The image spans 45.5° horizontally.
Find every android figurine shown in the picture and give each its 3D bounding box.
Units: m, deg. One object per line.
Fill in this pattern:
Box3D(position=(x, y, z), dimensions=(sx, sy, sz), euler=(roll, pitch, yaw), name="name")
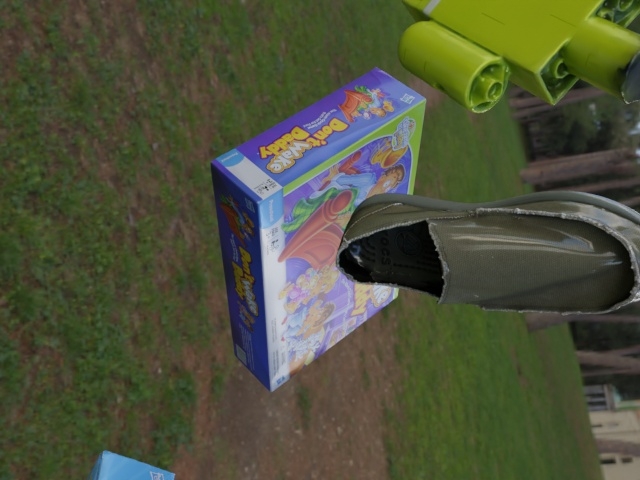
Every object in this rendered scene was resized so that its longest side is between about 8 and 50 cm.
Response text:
Box3D(position=(0.163, -0.210, 0.570), dimensions=(0.273, 0.248, 0.056), euler=(48, 7, 40), name="android figurine")

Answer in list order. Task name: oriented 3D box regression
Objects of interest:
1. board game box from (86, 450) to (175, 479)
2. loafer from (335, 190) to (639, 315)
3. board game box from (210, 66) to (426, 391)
Box3D(position=(-0.245, 0.423, 0.731), dimensions=(0.308, 0.086, 0.302), euler=(-59, -161, 19), name="board game box")
Box3D(position=(0.119, 0.018, 0.568), dimensions=(0.087, 0.251, 0.095), euler=(-38, 122, -49), name="loafer")
Box3D(position=(0.000, 0.000, 0.901), dimensions=(0.233, 0.078, 0.347), euler=(-34, 148, -26), name="board game box")
